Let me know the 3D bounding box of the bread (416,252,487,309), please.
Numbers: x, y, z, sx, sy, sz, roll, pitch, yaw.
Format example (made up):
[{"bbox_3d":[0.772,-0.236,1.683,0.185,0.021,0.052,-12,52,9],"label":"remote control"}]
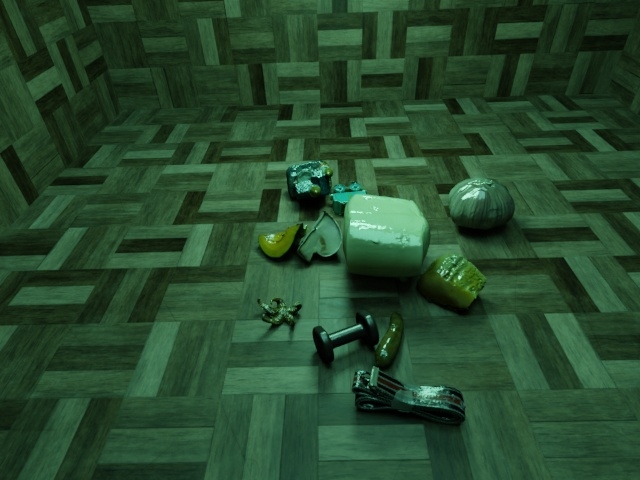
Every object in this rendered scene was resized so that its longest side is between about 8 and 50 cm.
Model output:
[{"bbox_3d":[0.519,0.163,1.731,0.262,0.162,0.204,15,51,42],"label":"bread"}]

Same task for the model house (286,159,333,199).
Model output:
[{"bbox_3d":[-0.042,-0.313,2.281,0.253,0.184,0.291,-9,21,-9],"label":"model house"}]

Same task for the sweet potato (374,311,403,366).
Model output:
[{"bbox_3d":[0.265,0.360,1.567,0.075,0.075,0.273,13,39,19],"label":"sweet potato"}]

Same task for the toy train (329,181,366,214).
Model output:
[{"bbox_3d":[0.153,-0.221,2.269,0.204,0.112,0.162,-8,44,-3],"label":"toy train"}]

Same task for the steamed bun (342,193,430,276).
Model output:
[{"bbox_3d":[0.280,-0.003,1.850,0.372,0.289,0.455,6,31,6],"label":"steamed bun"}]

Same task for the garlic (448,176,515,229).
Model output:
[{"bbox_3d":[0.789,-0.188,2.074,0.318,0.259,0.317,-4,41,4],"label":"garlic"}]

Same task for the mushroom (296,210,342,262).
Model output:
[{"bbox_3d":[0.008,0.004,2.001,0.162,0.173,0.236,37,88,-2],"label":"mushroom"}]

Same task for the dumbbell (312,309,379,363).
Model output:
[{"bbox_3d":[0.091,0.347,1.538,0.226,0.123,0.140,-17,15,-18],"label":"dumbbell"}]

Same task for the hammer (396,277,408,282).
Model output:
[{"bbox_3d":[0.368,0.152,1.854,0.053,0.031,0.083,19,37,21],"label":"hammer"}]

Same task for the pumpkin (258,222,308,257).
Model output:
[{"bbox_3d":[-0.157,0.017,2.008,0.254,0.130,0.149,-15,71,26],"label":"pumpkin"}]

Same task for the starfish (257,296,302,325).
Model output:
[{"bbox_3d":[-0.172,0.283,1.684,0.190,0.074,0.146,11,39,16],"label":"starfish"}]

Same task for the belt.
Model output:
[{"bbox_3d":[0.279,0.503,1.357,0.360,0.126,0.094,11,31,8],"label":"belt"}]
